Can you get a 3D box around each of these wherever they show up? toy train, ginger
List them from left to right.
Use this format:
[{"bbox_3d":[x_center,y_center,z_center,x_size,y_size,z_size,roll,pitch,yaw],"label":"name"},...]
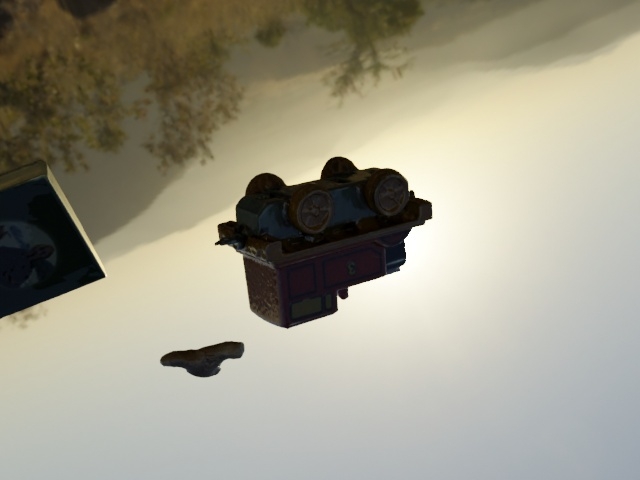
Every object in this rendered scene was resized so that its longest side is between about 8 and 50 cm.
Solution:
[{"bbox_3d":[-0.125,0.132,1.023,0.097,0.030,0.048,-11,153,12],"label":"ginger"},{"bbox_3d":[0.000,0.000,1.510,0.369,0.231,0.163,-15,-159,-31],"label":"toy train"}]

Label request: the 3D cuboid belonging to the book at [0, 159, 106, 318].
[{"bbox_3d":[-0.536,0.040,1.403,0.371,0.043,0.260,-21,141,-7],"label":"book"}]
